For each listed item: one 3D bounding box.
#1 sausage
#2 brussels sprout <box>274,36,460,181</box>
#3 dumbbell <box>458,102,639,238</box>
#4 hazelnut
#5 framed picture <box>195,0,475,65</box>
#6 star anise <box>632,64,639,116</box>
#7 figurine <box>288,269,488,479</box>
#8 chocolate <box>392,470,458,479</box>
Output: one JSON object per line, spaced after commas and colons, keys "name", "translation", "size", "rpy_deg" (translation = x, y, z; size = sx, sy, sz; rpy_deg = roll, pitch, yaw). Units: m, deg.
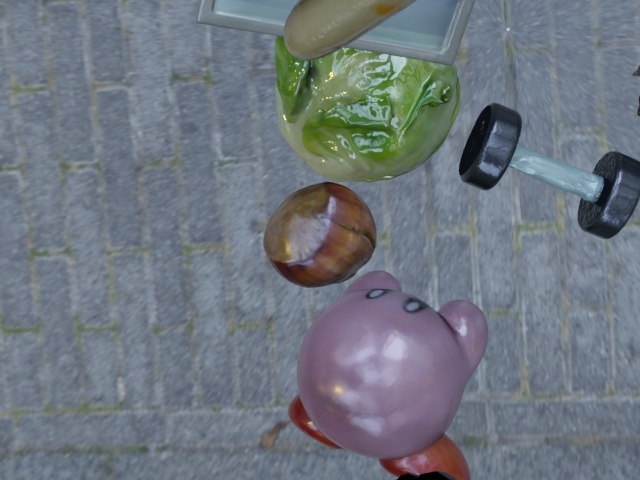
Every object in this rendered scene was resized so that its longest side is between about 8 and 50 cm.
{"name": "sausage", "translation": [0.022, -0.082, 0.369], "size": [0.024, 0.132, 0.024], "rpy_deg": [5, 79, -27]}
{"name": "brussels sprout", "translation": [0.061, -0.214, 1.665], "size": [0.259, 0.227, 0.294], "rpy_deg": [44, 119, 16]}
{"name": "dumbbell", "translation": [0.260, -0.079, 1.383], "size": [0.191, 0.100, 0.100], "rpy_deg": [22, 103, -7]}
{"name": "hazelnut", "translation": [0.000, 0.000, 0.919], "size": [0.086, 0.086, 0.086], "rpy_deg": [1, 100, 8]}
{"name": "framed picture", "translation": [0.033, -0.296, 1.261], "size": [0.289, 0.016, 0.213], "rpy_deg": [8, 126, -14]}
{"name": "star anise", "translation": [0.458, -0.210, 1.516], "size": [0.057, 0.168, 0.168], "rpy_deg": [37, 104, -23]}
{"name": "figurine", "translation": [0.073, 0.187, 1.564], "size": [0.269, 0.211, 0.261], "rpy_deg": [22, 104, 25]}
{"name": "chocolate", "translation": [0.051, 0.199, 0.500], "size": [0.156, 0.156, 0.133], "rpy_deg": [-19, 126, 11]}
